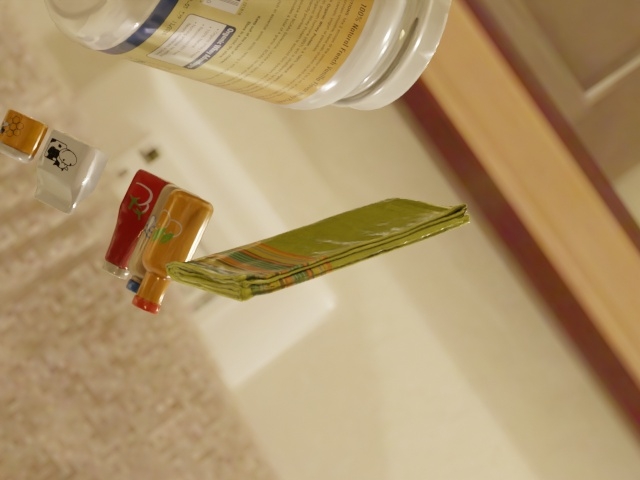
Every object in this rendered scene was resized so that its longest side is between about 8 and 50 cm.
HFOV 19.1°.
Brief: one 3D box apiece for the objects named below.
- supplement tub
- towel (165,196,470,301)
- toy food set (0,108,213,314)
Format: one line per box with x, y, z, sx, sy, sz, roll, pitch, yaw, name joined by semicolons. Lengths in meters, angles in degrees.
-0.062;-0.244;1.681;0.316;0.228;0.228;15;152;-35;supplement tub
0.000;0.000;1.502;0.237;0.021;0.102;-18;-159;-36;towel
-0.193;-0.022;1.658;0.105;0.232;0.111;-65;155;1;toy food set
